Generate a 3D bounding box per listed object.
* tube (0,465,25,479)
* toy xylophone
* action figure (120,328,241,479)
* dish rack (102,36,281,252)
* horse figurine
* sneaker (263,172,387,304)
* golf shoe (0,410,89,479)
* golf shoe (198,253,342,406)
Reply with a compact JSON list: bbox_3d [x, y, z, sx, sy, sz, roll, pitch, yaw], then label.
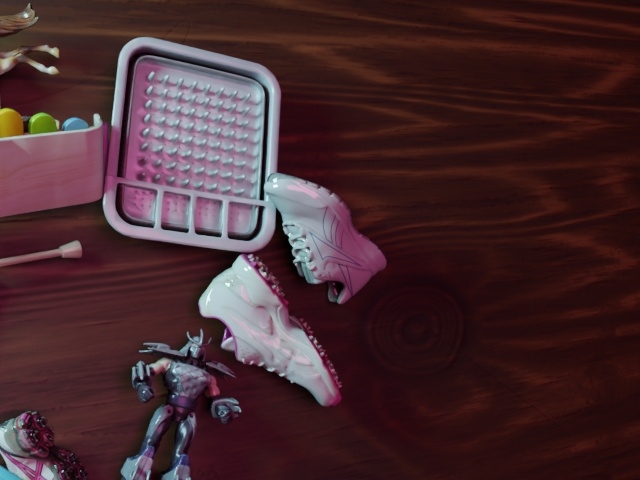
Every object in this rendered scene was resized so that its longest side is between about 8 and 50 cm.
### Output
[{"bbox_3d":[-0.390,0.385,1.099,0.207,0.052,0.080,28,85,-4],"label":"tube"},{"bbox_3d":[-0.450,-0.078,1.139,0.323,0.081,0.236,-4,115,-40],"label":"toy xylophone"},{"bbox_3d":[-0.220,0.274,1.219,0.185,0.099,0.285,21,69,-17],"label":"action figure"},{"bbox_3d":[-0.211,-0.150,1.308,0.286,0.072,0.332,8,78,-25],"label":"dish rack"},{"bbox_3d":[-0.482,-0.222,1.180,0.175,0.066,0.263,2,88,-22],"label":"horse figurine"},{"bbox_3d":[0.000,0.000,1.341,0.297,0.111,0.129,46,72,-33],"label":"sneaker"},{"bbox_3d":[-0.403,0.332,1.141,0.086,0.067,0.186,-26,108,12],"label":"golf shoe"},{"bbox_3d":[-0.082,0.171,1.315,0.140,0.115,0.306,-35,102,-2],"label":"golf shoe"}]
